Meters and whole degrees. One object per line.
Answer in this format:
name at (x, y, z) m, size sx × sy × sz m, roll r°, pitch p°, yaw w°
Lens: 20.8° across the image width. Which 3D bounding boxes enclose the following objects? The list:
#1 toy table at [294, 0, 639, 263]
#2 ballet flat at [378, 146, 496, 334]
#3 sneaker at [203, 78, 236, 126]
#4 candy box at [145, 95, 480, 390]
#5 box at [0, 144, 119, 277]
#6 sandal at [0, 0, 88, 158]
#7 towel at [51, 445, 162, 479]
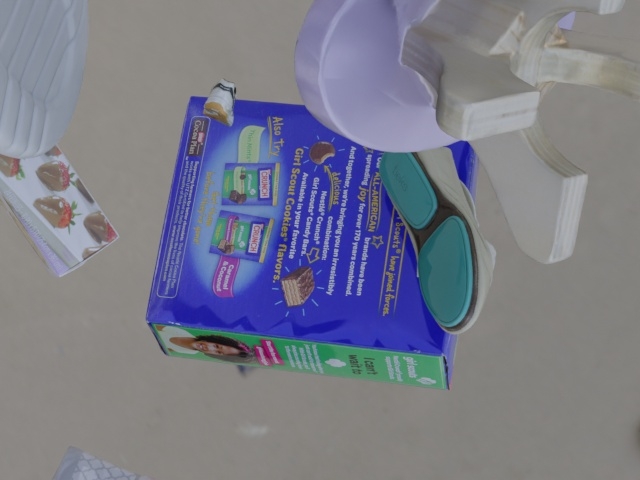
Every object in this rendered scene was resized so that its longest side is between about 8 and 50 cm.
toy table at (0.134, -0.128, 1.218) m, size 0.274 × 0.161 × 0.252 m, roll -27°, pitch 131°, yaw -34°
ballet flat at (0.130, -0.006, 1.712) m, size 0.086 × 0.248 × 0.086 m, roll -10°, pitch 141°, yaw -9°
sneaker at (-0.092, -0.133, 1.670) m, size 0.032 × 0.083 × 0.037 m, roll 23°, pitch 84°, yaw -4°
candy box at (0.000, 0.000, 1.855) m, size 0.317 × 0.122 × 0.268 m, roll 6°, pitch 70°, yaw 11°
box at (-0.283, -0.116, 1.438) m, size 0.063 × 0.067 × 0.324 m, roll -35°, pitch 98°, yaw -14°
sandal at (-0.241, -0.170, 1.041) m, size 0.102 × 0.416 × 0.169 m, roll 13°, pitch 78°, yaw 14°
towel at (-0.211, 0.410, 1.977) m, size 0.317 × 0.332 × 0.053 m, roll 20°, pitch 139°, yaw 7°
